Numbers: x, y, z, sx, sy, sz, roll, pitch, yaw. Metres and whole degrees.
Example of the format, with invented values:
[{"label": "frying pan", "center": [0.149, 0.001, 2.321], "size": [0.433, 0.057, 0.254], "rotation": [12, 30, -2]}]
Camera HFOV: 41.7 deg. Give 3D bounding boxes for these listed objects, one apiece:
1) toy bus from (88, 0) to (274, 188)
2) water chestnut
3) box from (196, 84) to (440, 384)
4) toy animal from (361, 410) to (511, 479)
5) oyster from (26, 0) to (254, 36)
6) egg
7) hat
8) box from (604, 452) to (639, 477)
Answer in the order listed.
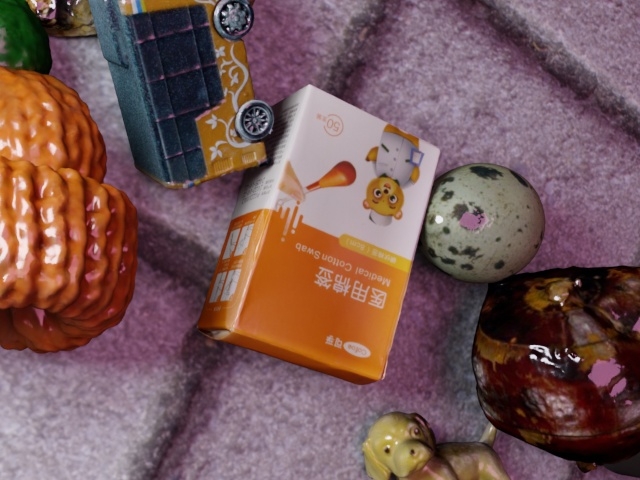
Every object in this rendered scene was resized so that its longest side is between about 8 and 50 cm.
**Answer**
[{"label": "toy bus", "center": [-0.170, -0.214, 1.019], "size": [0.167, 0.138, 0.275], "rotation": [-21, 118, -25]}, {"label": "water chestnut", "center": [0.389, 0.199, 1.222], "size": [0.335, 0.335, 0.346], "rotation": [-21, 107, -27]}, {"label": "box", "center": [0.000, 0.000, 1.125], "size": [0.225, 0.143, 0.341], "rotation": [22, 74, -24]}, {"label": "toy animal", "center": [0.170, 0.331, 1.197], "size": [0.233, 0.121, 0.168], "rotation": [10, 67, -30]}, {"label": "oyster", "center": [-0.242, -0.305, 1.071], "size": [0.345, 0.079, 0.128], "rotation": [-11, 111, -25]}, {"label": "egg", "center": [0.222, -0.025, 1.212], "size": [0.228, 0.177, 0.176], "rotation": [2, 84, -48]}, {"label": "hat", "center": [-0.325, -0.079, 0.929], "size": [0.285, 0.285, 0.400], "rotation": [17, 62, -25]}, {"label": "box", "center": [0.564, 0.283, 1.380], "size": [0.226, 0.149, 0.226], "rotation": [3, 84, -28]}]
